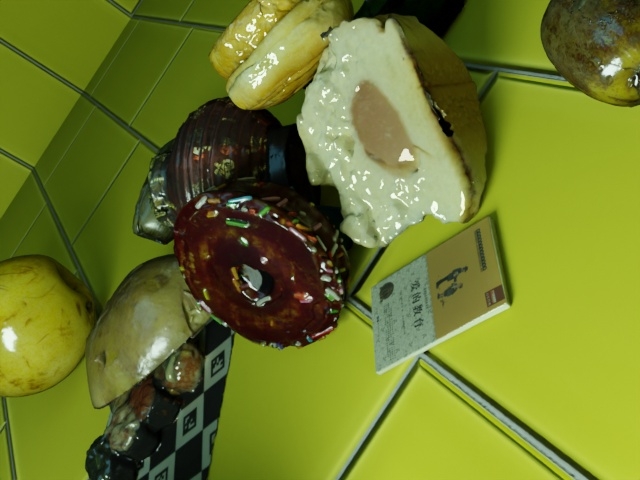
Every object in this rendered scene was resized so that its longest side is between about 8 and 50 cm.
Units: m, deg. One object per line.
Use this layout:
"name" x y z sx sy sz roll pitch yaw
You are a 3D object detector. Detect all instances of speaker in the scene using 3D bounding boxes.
"speaker" 0.002 0.003 0.971 0.060 0.075 0.094 -173 87 -66

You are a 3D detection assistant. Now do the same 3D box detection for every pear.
"pear" -0.569 0.162 1.465 0.281 0.281 0.280 -36 37 32

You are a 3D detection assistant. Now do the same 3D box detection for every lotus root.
"lotus root" 0.275 -0.201 0.730 0.120 0.120 0.209 -44 33 21

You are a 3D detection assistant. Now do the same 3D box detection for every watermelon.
"watermelon" 0.124 -0.334 1.094 0.301 0.123 0.129 -56 9 -2

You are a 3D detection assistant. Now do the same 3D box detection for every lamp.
"lamp" -0.123 -0.081 1.078 0.247 0.247 0.247 -36 37 32

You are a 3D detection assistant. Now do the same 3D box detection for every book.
"book" 0.120 0.059 0.807 0.172 0.012 0.118 -35 38 33

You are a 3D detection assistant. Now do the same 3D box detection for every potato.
"potato" -0.262 0.114 1.133 0.299 0.116 0.239 -41 19 12

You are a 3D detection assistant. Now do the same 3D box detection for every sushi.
"sushi" -0.269 0.249 1.132 0.339 0.069 0.320 -29 40 39

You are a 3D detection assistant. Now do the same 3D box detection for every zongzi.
"zongzi" -0.227 -0.114 1.368 0.242 0.112 0.221 -25 42 41

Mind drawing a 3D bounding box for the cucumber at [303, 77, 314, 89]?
"cucumber" -0.012 -0.272 1.272 0.048 0.048 0.105 -59 28 -2

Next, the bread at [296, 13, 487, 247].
"bread" 0.065 -0.138 0.873 0.184 0.211 0.224 -24 38 33

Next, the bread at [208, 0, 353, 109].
"bread" -0.045 -0.262 0.998 0.198 0.120 0.236 -41 11 16

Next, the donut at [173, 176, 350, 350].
"donut" -0.065 0.025 0.915 0.235 0.235 0.089 -25 19 43
